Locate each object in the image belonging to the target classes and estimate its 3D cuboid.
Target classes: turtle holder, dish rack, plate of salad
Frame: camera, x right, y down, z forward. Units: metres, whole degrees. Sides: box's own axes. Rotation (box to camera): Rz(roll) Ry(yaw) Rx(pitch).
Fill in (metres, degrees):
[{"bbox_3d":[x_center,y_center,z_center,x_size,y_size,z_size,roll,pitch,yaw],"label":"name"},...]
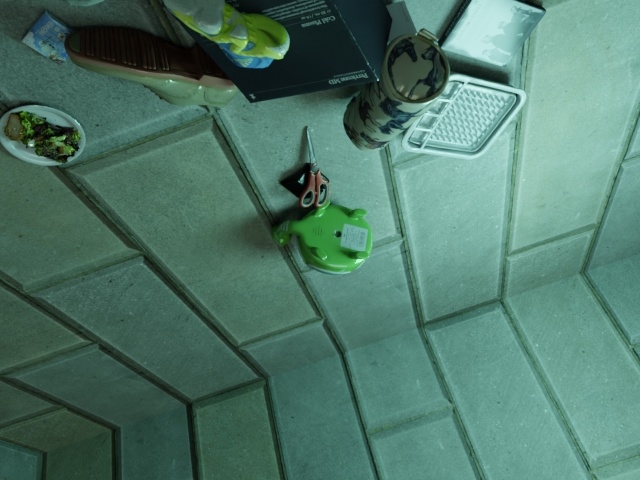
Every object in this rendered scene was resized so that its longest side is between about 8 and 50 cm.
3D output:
[{"bbox_3d":[0.012,0.016,1.845,0.321,0.243,0.227,-15,163,-18],"label":"turtle holder"},{"bbox_3d":[0.422,-0.381,1.619,0.333,0.072,0.285,3,139,-26],"label":"dish rack"},{"bbox_3d":[-0.702,-0.255,1.347,0.200,0.048,0.199,-11,144,-9],"label":"plate of salad"}]

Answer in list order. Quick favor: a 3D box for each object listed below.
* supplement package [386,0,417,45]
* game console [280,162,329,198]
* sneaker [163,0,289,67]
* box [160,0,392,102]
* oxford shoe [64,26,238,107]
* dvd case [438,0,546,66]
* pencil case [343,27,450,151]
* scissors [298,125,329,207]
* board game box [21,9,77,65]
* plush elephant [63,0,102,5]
[{"bbox_3d":[0.133,-0.489,1.305,0.179,0.105,0.105,-17,163,0],"label":"supplement package"},{"bbox_3d":[-0.050,-0.191,1.733,0.107,0.071,0.122,-55,139,0],"label":"game console"},{"bbox_3d":[-0.184,-0.385,0.997,0.240,0.091,0.126,23,160,-16],"label":"sneaker"},{"bbox_3d":[-0.076,-0.468,1.092,0.343,0.178,0.312,0,154,30],"label":"box"},{"bbox_3d":[-0.379,-0.380,1.241,0.397,0.140,0.146,6,146,-26],"label":"oxford shoe"},{"bbox_3d":[0.456,-0.566,1.420,0.239,0.029,0.179,5,139,-27],"label":"dvd case"},{"bbox_3d":[0.174,-0.356,1.319,0.160,0.183,0.410,13,173,-9],"label":"pencil case"},{"bbox_3d":[-0.013,-0.226,1.664,0.109,0.021,0.297,-14,130,-26],"label":"scissors"},{"bbox_3d":[-0.585,-0.442,1.168,0.090,0.020,0.090,-34,140,23],"label":"board game box"},{"bbox_3d":[-0.383,-0.560,0.922,0.330,0.255,0.271,5,131,-16],"label":"plush elephant"}]
